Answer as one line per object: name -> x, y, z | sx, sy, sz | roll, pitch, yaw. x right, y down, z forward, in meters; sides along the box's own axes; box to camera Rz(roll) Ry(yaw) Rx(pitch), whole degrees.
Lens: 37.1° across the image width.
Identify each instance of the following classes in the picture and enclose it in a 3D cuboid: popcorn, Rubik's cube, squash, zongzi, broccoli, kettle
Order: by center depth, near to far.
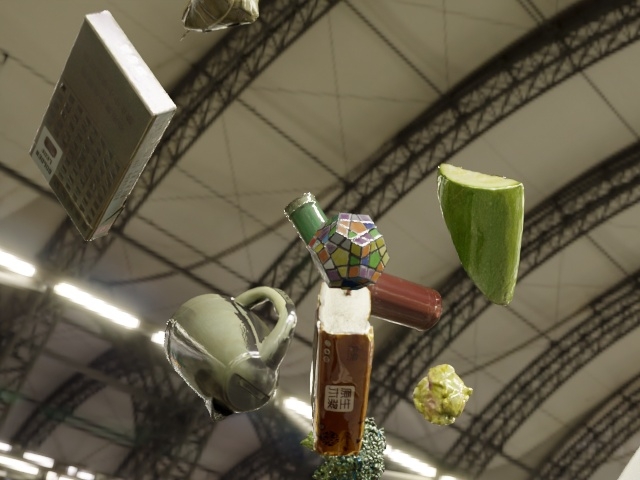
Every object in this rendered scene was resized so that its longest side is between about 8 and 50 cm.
Rubik's cube -> 0.038, 0.016, 1.286 | 0.093, 0.111, 0.111 | -27, -27, -7
broccoli -> 0.038, 0.371, 1.653 | 0.160, 0.154, 0.167 | 28, -15, 34
zongzi -> -0.231, -0.441, 1.735 | 0.189, 0.081, 0.178 | -6, -16, 35
popcorn -> 0.223, 0.285, 1.754 | 0.096, 0.109, 0.089 | -13, -13, 31
squash -> 0.319, 0.000, 2.032 | 0.203, 0.111, 0.289 | 15, -62, 23
kettle -> -0.181, 0.248, 2.210 | 0.228, 0.321, 0.324 | 44, -5, -31

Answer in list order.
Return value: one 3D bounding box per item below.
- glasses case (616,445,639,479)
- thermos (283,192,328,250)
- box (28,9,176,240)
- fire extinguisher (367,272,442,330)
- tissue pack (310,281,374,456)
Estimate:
glasses case -> 0.287, 0.237, 0.829 | 0.059, 0.233, 0.092 | 13, -45, 42
thermos -> -0.002, -0.001, 1.976 | 0.073, 0.188, 0.083 | -18, -23, -36
box -> -0.325, -0.156, 1.382 | 0.180, 0.047, 0.325 | 54, -41, 11
fire extinguisher -> 0.125, 0.113, 1.912 | 0.269, 0.105, 0.104 | 20, -25, -38
tissue pack -> 0.030, 0.197, 1.497 | 0.091, 0.183, 0.226 | 4, -66, -4
